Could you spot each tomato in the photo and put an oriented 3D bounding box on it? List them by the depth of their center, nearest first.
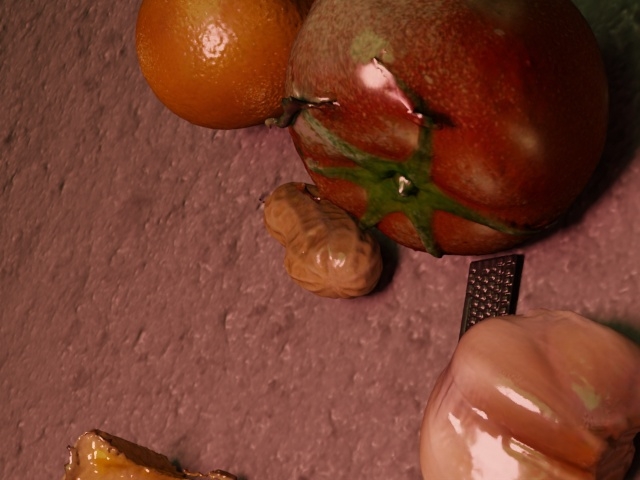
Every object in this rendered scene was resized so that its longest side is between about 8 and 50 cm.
[{"bbox_3d":[0.114,-0.137,1.618,0.303,0.303,0.239,-9,47,48],"label":"tomato"}]

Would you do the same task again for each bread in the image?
[{"bbox_3d":[-0.175,0.284,1.812,0.160,0.169,0.140,18,82,38],"label":"bread"}]

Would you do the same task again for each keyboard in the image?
[{"bbox_3d":[0.148,0.112,1.616,0.061,0.013,0.204,-12,60,48],"label":"keyboard"}]

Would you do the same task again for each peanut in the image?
[{"bbox_3d":[0.000,0.000,1.805,0.093,0.083,0.194,-57,38,7],"label":"peanut"}]

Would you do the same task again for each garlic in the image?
[{"bbox_3d":[0.165,0.155,1.484,0.228,0.110,0.217,28,96,49],"label":"garlic"}]

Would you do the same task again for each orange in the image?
[{"bbox_3d":[-0.097,-0.235,1.958,0.236,0.236,0.236,-28,49,38],"label":"orange"}]
